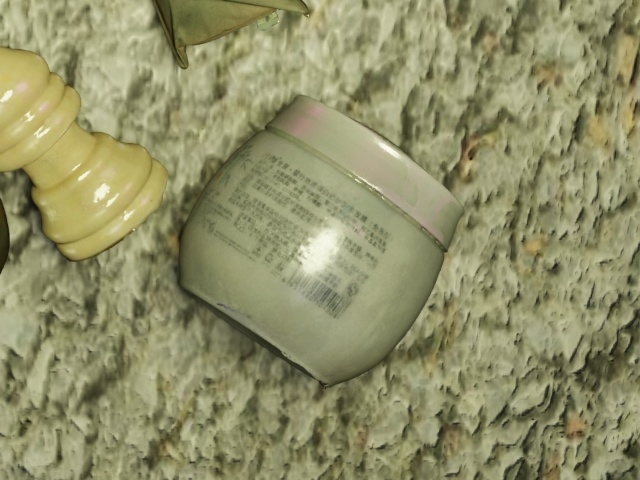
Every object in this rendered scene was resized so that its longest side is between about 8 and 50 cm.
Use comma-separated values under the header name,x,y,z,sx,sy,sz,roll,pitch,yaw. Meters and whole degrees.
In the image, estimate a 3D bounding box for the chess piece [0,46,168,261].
name,x,y,z,sx,sy,sz,roll,pitch,yaw
chess piece,-0.308,-0.126,1.823,0.139,0.124,0.307,-23,127,23

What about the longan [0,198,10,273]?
name,x,y,z,sx,sy,sz,roll,pitch,yaw
longan,-0.477,-0.011,1.789,0.300,0.243,0.300,-2,113,-4

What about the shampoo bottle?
name,x,y,z,sx,sy,sz,roll,pitch,yaw
shampoo bottle,0.000,0.000,1.875,0.273,0.273,0.266,38,85,-18

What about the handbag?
name,x,y,z,sx,sy,sz,roll,pitch,yaw
handbag,-0.129,-0.336,1.842,0.183,0.117,0.270,-20,107,11
